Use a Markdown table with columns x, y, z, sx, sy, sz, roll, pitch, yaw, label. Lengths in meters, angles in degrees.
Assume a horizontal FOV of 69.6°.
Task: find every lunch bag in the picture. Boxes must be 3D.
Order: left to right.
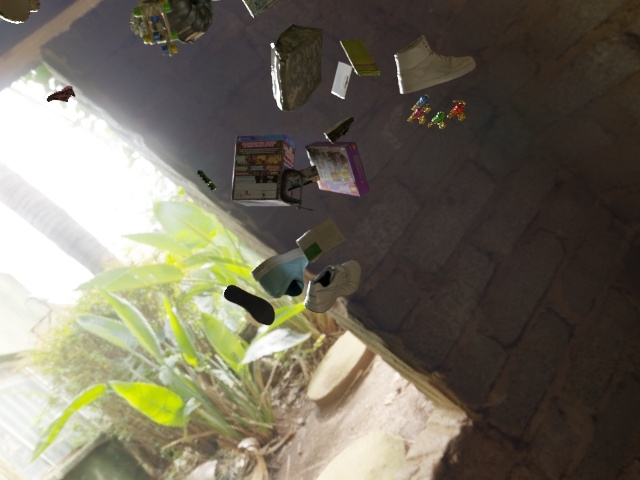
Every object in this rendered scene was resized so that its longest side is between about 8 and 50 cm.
| x | y | z | sx | sy | sz | roll | pitch | yaw | label |
| --- | --- | --- | --- | --- | --- | --- | --- | --- | --- |
| -0.106 | -0.679 | 1.815 | 0.236 | 0.168 | 0.287 | 91 | -162 | -44 | lunch bag |

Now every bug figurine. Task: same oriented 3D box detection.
| x | y | z | sx | sy | sz | roll | pitch | yaw | label |
| --- | --- | --- | --- | --- | --- | --- | --- | --- | --- |
| 0.553 | -0.628 | 2.230 | 0.216 | 0.278 | 0.072 | 148 | 127 | -67 | bug figurine |

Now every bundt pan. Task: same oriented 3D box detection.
| x | y | z | sx | sy | sz | roll | pitch | yaw | label |
| --- | --- | --- | --- | --- | --- | --- | --- | --- | --- |
| -0.548 | -0.980 | 1.847 | 0.124 | 0.331 | 0.331 | -11 | 20 | 23 | bundt pan |

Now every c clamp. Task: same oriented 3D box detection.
| x | y | z | sx | sy | sz | roll | pitch | yaw | label |
| --- | --- | --- | --- | --- | --- | --- | --- | --- | --- |
| -0.091 | -0.195 | 1.757 | 0.022 | 0.137 | 0.161 | -66 | -20 | -64 | c clamp |

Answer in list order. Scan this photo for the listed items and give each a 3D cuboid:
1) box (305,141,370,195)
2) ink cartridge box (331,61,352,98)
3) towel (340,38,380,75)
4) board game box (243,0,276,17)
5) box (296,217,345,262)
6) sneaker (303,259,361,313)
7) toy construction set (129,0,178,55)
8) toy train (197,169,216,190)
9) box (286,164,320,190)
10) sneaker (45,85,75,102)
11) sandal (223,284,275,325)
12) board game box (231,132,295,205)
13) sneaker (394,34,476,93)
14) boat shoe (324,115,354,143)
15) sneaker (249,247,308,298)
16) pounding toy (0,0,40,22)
| x | y | z | sx | sy | sz | roll | pitch | yaw | label |
| --- | --- | --- | --- | --- | --- | --- | --- | --- | --- |
| 0.063 | -0.292 | 1.844 | 0.057 | 0.201 | 0.293 | -31 | 26 | -24 | box |
| 0.113 | -0.735 | 2.115 | 0.179 | 0.045 | 0.146 | -126 | 46 | -56 | ink cartridge box |
| 0.163 | -0.757 | 1.894 | 0.102 | 0.237 | 0.021 | -7 | -35 | -17 | towel |
| -0.202 | -1.086 | 1.845 | 0.317 | 0.046 | 0.213 | -36 | -40 | 5 | board game box |
| 0.000 | 0.000 | 1.450 | 0.101 | 0.087 | 0.101 | -30 | -5 | -38 | box |
| 0.058 | 0.143 | 1.657 | 0.297 | 0.110 | 0.130 | -36 | -39 | -45 | sneaker |
| -0.597 | -0.802 | 1.649 | 0.151 | 0.328 | 0.215 | -23 | -50 | -19 | toy construction set |
| -0.365 | -0.194 | 1.478 | 0.017 | 0.083 | 0.023 | -41 | -4 | 24 | toy train |
| -0.073 | -0.250 | 1.839 | 0.136 | 0.027 | 0.094 | -18 | 36 | 3 | box |
| -1.071 | -0.591 | 1.903 | 0.119 | 0.057 | 0.047 | -30 | 17 | -10 | sneaker |
| -0.301 | 0.271 | 1.977 | 0.097 | 0.254 | 0.054 | -56 | 9 | -19 | sandal |
| -0.248 | -0.306 | 2.034 | 0.141 | 0.231 | 0.292 | 19 | -106 | -70 | board game box |
| 0.407 | -0.647 | 1.631 | 0.292 | 0.169 | 0.108 | -20 | 22 | -6 | sneaker |
| 0.062 | -0.335 | 1.384 | 0.048 | 0.042 | 0.133 | -18 | 22 | 49 | boat shoe |
| -0.112 | 0.128 | 1.589 | 0.135 | 0.150 | 0.366 | -38 | -7 | 21 | sneaker |
| -1.036 | -0.795 | 1.479 | 0.109 | 0.183 | 0.237 | -9 | 38 | 9 | pounding toy |
